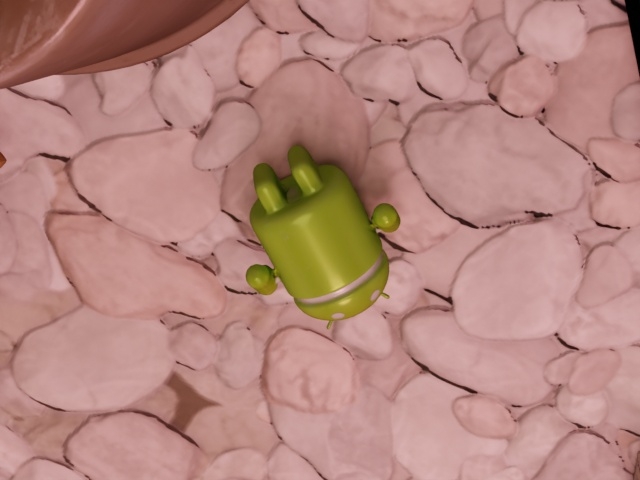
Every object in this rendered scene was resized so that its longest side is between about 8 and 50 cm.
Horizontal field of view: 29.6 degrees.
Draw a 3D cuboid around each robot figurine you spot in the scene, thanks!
[{"bbox_3d":[0.000,0.000,0.749,0.101,0.067,0.115,-27,113,2],"label":"robot figurine"}]

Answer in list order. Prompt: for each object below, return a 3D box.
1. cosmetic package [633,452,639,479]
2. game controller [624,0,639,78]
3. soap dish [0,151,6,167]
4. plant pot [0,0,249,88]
[{"bbox_3d":[0.248,0.208,0.855,0.060,0.041,0.115,3,117,1],"label":"cosmetic package"},{"bbox_3d":[0.274,-0.072,0.698,0.166,0.067,0.319,-14,116,10],"label":"game controller"},{"bbox_3d":[-0.367,-0.078,0.703,0.229,0.118,0.291,-35,109,19],"label":"soap dish"},{"bbox_3d":[-0.154,-0.197,0.541,0.323,0.280,0.323,2,117,4],"label":"plant pot"}]
